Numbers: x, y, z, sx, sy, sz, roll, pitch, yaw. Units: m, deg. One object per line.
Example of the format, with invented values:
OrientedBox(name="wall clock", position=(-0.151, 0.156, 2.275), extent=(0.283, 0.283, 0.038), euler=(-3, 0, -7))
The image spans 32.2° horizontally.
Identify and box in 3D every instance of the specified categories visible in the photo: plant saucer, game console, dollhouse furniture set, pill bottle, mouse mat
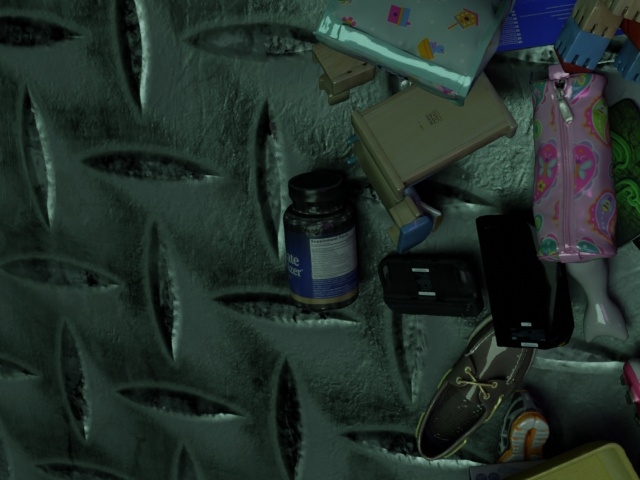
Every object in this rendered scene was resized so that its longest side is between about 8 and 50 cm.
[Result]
OrientedBox(name="plant saucer", position=(0.394, 0.484, 1.846), extent=(0.333, 0.081, 0.332), euler=(-27, 118, 13))
OrientedBox(name="game console", position=(0.237, 0.063, 1.796), extent=(0.361, 0.044, 0.213), euler=(0, 105, 42))
OrientedBox(name="dollhouse furniture set", position=(0.143, -0.172, 1.732), extent=(0.198, 0.303, 0.286), euler=(-28, 75, -6))
OrientedBox(name="pill bottle", position=(0.000, 0.000, 1.880), extent=(0.123, 0.123, 0.219), euler=(5, 114, 23))
OrientedBox(name="mouse mat", position=(0.440, -0.096, 1.636), extent=(0.152, 0.007, 0.189), euler=(-36, 68, 24))

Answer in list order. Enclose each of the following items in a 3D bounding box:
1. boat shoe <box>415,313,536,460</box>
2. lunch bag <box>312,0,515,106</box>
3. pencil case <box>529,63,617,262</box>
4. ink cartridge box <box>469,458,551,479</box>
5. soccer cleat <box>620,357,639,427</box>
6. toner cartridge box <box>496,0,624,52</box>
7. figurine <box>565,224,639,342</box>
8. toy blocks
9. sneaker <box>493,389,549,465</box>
OrientedBox(name="boat shoe", position=(0.262, 0.250, 1.884), extent=(0.116, 0.097, 0.324), euler=(36, 123, 7))
OrientedBox(name="lunch bag", position=(0.131, -0.294, 1.486), extent=(0.223, 0.262, 0.160), euler=(25, 132, 5))
OrientedBox(name="pencil case", position=(0.364, -0.109, 1.604), extent=(0.124, 0.124, 0.284), euler=(-2, 89, 26))
OrientedBox(name="ink cartridge box", position=(0.359, 0.422, 1.888), extent=(0.207, 0.046, 0.097), euler=(-6, 128, 2))
OrientedBox(name="soccer cleat", position=(0.596, 0.316, 1.764), extent=(0.143, 0.116, 0.331), euler=(-26, 98, 9))
OrientedBox(name="toner cartridge box", position=(0.290, -0.363, 1.585), extent=(0.348, 0.075, 0.165), euler=(-3, 125, 27))
OrientedBox(name="figurine", position=(0.479, 0.062, 1.706), extent=(0.215, 0.092, 0.209), euler=(-10, 112, 30))
OrientedBox(name="toy blocks", position=(0.490, -0.290, 1.444), extent=(0.381, 0.190, 0.261), euler=(12, 124, -18))
OrientedBox(name="sneaker", position=(0.343, 0.342, 1.904), extent=(0.084, 0.083, 0.215), euler=(1, 136, -9))
